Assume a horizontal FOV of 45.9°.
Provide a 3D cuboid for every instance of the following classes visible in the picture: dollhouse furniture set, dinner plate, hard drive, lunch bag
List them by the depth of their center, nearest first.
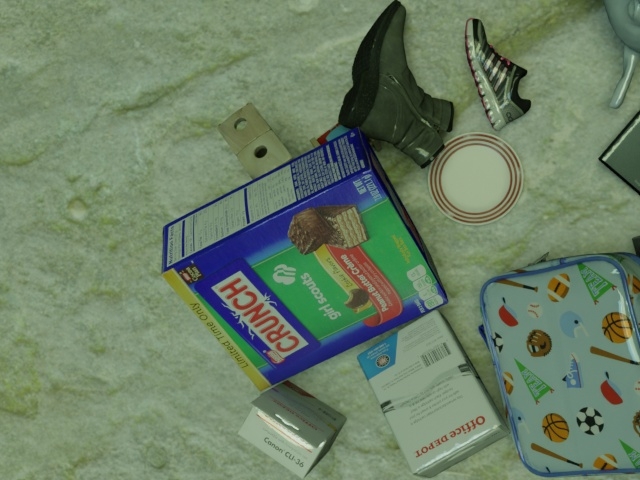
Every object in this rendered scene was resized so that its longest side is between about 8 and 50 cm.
[{"bbox_3d":[0.345,0.162,1.024,0.243,0.115,0.304,-18,81,41],"label":"lunch bag"},{"bbox_3d":[0.473,-0.138,1.068,0.094,0.022,0.135,39,97,-6],"label":"hard drive"},{"bbox_3d":[-0.030,-0.154,1.132,0.183,0.129,0.129,-37,62,2],"label":"dollhouse furniture set"},{"bbox_3d":[0.233,-0.093,1.136,0.141,0.017,0.141,0,88,13],"label":"dinner plate"}]

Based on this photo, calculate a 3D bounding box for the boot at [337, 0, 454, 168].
[{"bbox_3d":[0.128,-0.231,1.135,0.161,0.083,0.247,25,63,-16],"label":"boot"}]

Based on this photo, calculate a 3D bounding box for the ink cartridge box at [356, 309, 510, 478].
[{"bbox_3d":[0.159,0.218,1.075,0.139,0.082,0.191,-32,60,10],"label":"ink cartridge box"}]

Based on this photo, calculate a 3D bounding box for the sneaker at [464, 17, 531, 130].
[{"bbox_3d":[0.263,-0.252,1.114,0.074,0.063,0.170,-19,88,12],"label":"sneaker"}]

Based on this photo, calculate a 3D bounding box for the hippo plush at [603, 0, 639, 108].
[{"bbox_3d":[0.437,-0.396,1.027,0.234,0.294,0.237,-27,55,-8],"label":"hippo plush"}]

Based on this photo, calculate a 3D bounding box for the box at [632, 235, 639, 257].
[{"bbox_3d":[0.545,0.021,1.015,0.203,0.103,0.114,-15,85,12],"label":"box"}]

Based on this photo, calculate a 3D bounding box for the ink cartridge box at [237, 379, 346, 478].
[{"bbox_3d":[-0.042,0.271,1.090,0.115,0.198,0.067,31,94,13],"label":"ink cartridge box"}]

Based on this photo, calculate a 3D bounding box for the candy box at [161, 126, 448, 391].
[{"bbox_3d":[-0.022,0.036,1.068,0.317,0.122,0.268,-26,125,12],"label":"candy box"}]
